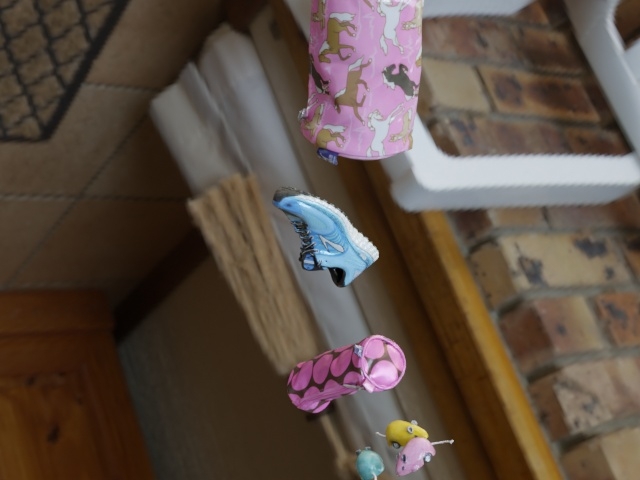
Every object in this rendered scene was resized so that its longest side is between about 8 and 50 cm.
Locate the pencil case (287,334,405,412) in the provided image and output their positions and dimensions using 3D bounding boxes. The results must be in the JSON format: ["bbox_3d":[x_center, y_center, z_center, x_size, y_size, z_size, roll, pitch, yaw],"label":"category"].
[{"bbox_3d":[0.032,0.210,1.782,0.095,0.098,0.209,36,145,-18],"label":"pencil case"}]

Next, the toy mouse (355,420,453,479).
[{"bbox_3d":[0.095,0.287,1.559,0.161,0.031,0.143,-11,-158,41],"label":"toy mouse"}]

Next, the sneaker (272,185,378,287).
[{"bbox_3d":[0.000,0.000,1.318,0.162,0.063,0.073,42,78,-35],"label":"sneaker"}]

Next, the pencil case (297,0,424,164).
[{"bbox_3d":[0.059,-0.308,1.664,0.167,0.160,0.386,-6,111,-26],"label":"pencil case"}]
